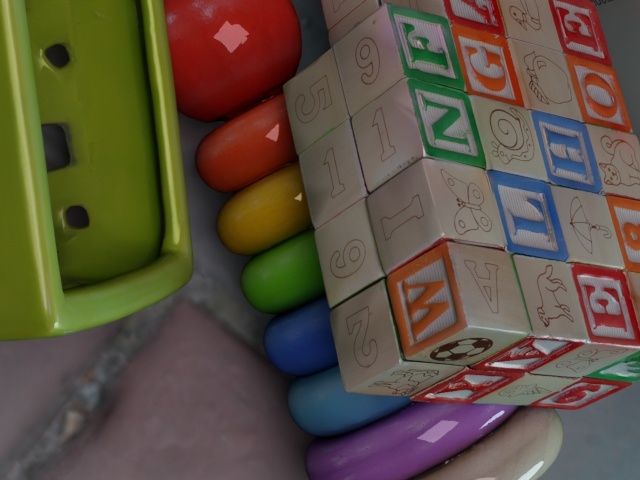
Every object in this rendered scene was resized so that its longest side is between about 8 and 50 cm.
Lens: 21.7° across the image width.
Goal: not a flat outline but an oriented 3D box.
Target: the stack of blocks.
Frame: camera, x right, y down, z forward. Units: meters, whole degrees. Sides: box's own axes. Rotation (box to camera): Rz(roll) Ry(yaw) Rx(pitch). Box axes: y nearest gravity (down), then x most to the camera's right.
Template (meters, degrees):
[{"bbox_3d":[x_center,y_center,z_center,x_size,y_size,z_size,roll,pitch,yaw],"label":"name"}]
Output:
[{"bbox_3d":[0.074,-0.068,0.873,0.171,0.087,0.297,9,60,-40],"label":"stack of blocks"}]

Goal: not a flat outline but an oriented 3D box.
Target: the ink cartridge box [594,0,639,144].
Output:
[{"bbox_3d":[0.265,-0.097,0.963,0.115,0.198,0.273,-37,99,-16],"label":"ink cartridge box"}]

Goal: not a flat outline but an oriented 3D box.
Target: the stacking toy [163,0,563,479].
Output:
[{"bbox_3d":[0.000,0.000,0.912,0.141,0.141,0.330,-29,94,-17],"label":"stacking toy"}]

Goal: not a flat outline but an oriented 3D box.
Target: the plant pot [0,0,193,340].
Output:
[{"bbox_3d":[-0.195,-0.066,0.782,0.207,0.227,0.228,-7,93,10],"label":"plant pot"}]
